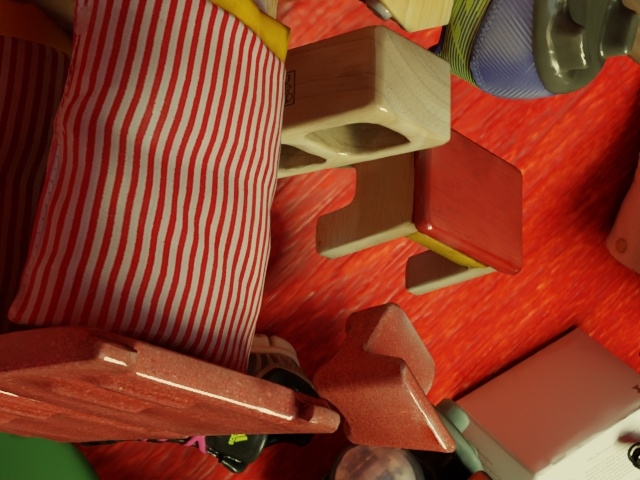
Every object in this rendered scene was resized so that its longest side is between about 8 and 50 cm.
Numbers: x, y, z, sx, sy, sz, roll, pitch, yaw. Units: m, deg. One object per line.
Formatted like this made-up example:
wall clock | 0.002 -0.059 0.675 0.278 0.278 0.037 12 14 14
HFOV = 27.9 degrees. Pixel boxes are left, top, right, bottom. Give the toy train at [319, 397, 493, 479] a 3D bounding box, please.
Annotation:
toy train | 0.084 0.217 0.822 0.142 0.190 0.334 -42 157 -10

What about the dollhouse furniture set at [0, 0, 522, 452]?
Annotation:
dollhouse furniture set | 0.000 0.000 0.578 0.374 0.152 0.201 23 65 -48

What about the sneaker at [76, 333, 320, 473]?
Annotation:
sneaker | -0.065 0.092 0.717 0.170 0.075 0.063 1 119 -42

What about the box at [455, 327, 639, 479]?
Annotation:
box | 0.177 0.177 0.986 0.130 0.091 0.171 -26 135 -25

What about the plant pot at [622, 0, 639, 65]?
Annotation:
plant pot | 0.233 -0.189 0.632 0.237 0.237 0.110 -53 175 4

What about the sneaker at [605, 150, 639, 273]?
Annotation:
sneaker | 0.334 -0.039 0.964 0.292 0.108 0.169 -1 123 -31

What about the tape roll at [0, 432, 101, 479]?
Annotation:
tape roll | -0.233 0.217 0.610 0.321 0.077 0.321 -27 146 -20

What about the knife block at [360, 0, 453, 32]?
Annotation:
knife block | 0.034 -0.256 0.530 0.242 0.088 0.275 -48 139 -1

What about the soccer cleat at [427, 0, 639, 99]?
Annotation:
soccer cleat | 0.086 -0.210 0.607 0.093 0.121 0.289 -18 111 -47

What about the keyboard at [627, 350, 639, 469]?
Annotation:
keyboard | 0.298 0.102 0.955 0.317 0.033 0.202 25 97 -55
